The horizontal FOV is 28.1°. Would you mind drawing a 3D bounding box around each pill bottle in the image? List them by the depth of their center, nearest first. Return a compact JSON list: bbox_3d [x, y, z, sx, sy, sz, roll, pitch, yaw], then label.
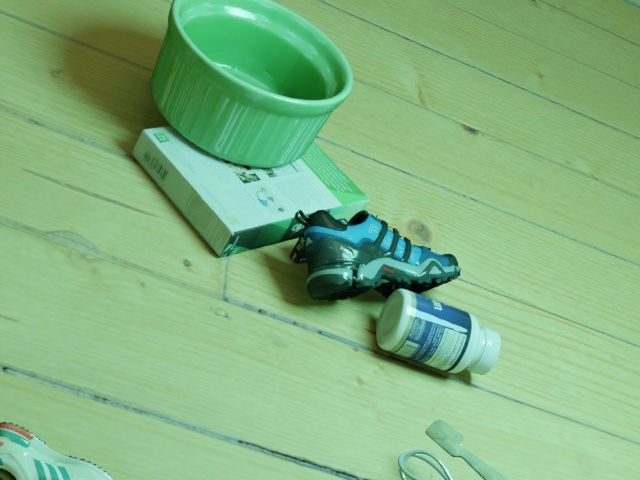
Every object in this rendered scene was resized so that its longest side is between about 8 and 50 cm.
[{"bbox_3d":[0.175,0.140,1.879,0.169,0.094,0.094,21,36,-17],"label":"pill bottle"}]

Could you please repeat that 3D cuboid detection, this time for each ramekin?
[{"bbox_3d":[-0.116,-0.250,1.992,0.303,0.148,0.303,20,34,-15],"label":"ramekin"}]

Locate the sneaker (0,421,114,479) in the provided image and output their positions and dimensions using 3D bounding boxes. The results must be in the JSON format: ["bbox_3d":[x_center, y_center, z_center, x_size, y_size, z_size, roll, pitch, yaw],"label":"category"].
[{"bbox_3d":[-0.300,0.266,1.393,0.161,0.057,0.075,30,51,-5],"label":"sneaker"}]

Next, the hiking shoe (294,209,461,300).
[{"bbox_3d":[0.099,0.014,1.915,0.304,0.113,0.132,3,71,-46],"label":"hiking shoe"}]

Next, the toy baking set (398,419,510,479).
[{"bbox_3d":[0.181,0.343,1.595,0.196,0.030,0.256,13,55,6],"label":"toy baking set"}]

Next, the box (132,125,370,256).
[{"bbox_3d":[-0.103,-0.098,1.993,0.322,0.058,0.232,-16,56,-46],"label":"box"}]

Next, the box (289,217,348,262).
[{"bbox_3d":[0.000,0.000,1.939,0.083,0.067,0.018,-9,48,-45],"label":"box"}]

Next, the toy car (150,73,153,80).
[{"bbox_3d":[-0.196,-0.295,2.165,0.239,0.053,0.225,41,35,14],"label":"toy car"}]
